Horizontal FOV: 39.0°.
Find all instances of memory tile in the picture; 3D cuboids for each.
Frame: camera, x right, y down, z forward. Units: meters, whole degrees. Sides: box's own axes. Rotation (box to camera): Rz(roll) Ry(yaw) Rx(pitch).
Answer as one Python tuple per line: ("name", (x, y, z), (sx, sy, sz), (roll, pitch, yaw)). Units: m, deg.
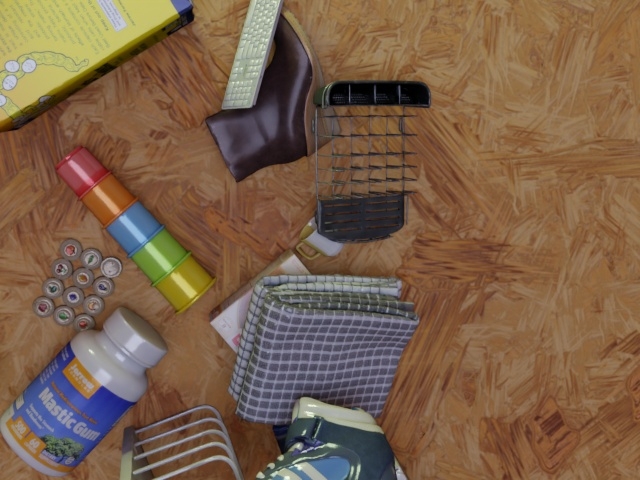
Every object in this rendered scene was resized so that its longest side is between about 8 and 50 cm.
("memory tile", (-0.413, 0.080, 1.540), (0.113, 0.012, 0.148), (26, 94, -10))

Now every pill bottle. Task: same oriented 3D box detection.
("pill bottle", (-0.384, 0.244, 1.498), (0.152, 0.152, 0.272), (42, 92, -11))

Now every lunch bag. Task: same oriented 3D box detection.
("lunch bag", (-0.048, 0.329, 1.581), (0.067, 0.098, 0.065), (-22, 98, 2))

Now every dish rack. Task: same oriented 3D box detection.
("dish rack", (0.081, -0.129, 1.508), (0.208, 0.074, 0.271), (-5, 100, -30))

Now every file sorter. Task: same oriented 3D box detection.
("file sorter", (-0.213, 0.410, 1.486), (0.173, 0.278, 0.192), (-20, 100, -8))

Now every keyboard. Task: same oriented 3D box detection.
("keyboard", (-0.103, -0.332, 1.461), (0.014, 0.072, 0.256), (26, 74, -50))

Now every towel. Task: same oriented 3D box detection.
("towel", (0.010, 0.184, 1.489), (0.284, 0.121, 0.235), (3, 114, -24))

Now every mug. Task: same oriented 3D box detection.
("mug", (0.003, -0.003, 1.566), (0.064, 0.078, 0.062), (41, 59, -20))

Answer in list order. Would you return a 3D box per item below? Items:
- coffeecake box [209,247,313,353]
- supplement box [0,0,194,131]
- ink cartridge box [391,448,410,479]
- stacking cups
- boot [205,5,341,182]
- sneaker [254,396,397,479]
("coffeecake box", (-0.077, 0.128, 1.562), (0.185, 0.068, 0.142), (-39, 103, 0))
("supplement box", (-0.393, -0.339, 1.388), (0.356, 0.194, 0.195), (-32, 101, -1))
("ink cartridge box", (0.110, 0.435, 1.546), (0.100, 0.237, 0.172), (-31, 101, -2))
("stacking cups", (-0.315, -0.017, 1.506), (0.096, 0.096, 0.316), (-44, 97, 1))
("boot", (-0.096, -0.240, 1.493), (0.207, 0.090, 0.248), (-23, 104, -6))
("sneaker", (-0.048, 0.353, 1.362), (0.323, 0.236, 0.130), (-11, 132, -7))
